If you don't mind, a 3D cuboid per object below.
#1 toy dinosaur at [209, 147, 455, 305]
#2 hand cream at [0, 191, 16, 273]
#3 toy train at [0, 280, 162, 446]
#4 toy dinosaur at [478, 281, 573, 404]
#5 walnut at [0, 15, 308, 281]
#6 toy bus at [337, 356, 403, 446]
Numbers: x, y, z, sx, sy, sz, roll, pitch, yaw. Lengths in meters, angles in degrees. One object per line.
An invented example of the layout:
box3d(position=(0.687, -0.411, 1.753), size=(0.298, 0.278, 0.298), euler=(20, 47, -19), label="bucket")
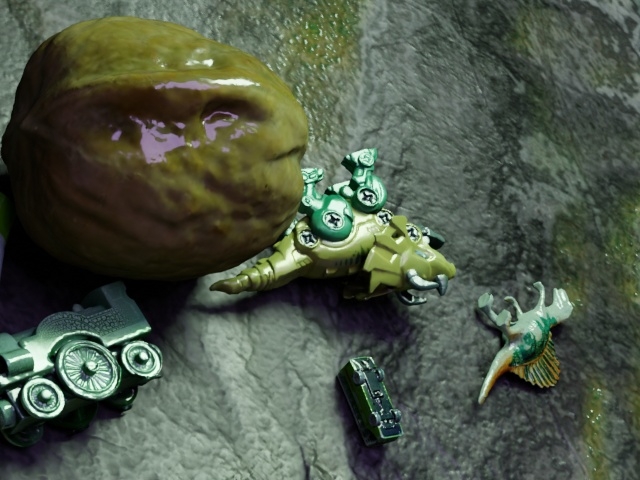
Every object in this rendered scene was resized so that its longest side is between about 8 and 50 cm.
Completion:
box3d(position=(0.000, 0.000, 1.761), size=(0.259, 0.094, 0.153), euler=(-7, 58, -28), label="toy dinosaur")
box3d(position=(-0.319, 0.072, 1.522), size=(0.079, 0.050, 0.275), euler=(13, 53, 7), label="hand cream")
box3d(position=(-0.214, 0.103, 1.542), size=(0.178, 0.071, 0.104), euler=(-19, 72, -43), label="toy train")
box3d(position=(0.206, 0.109, 1.849), size=(0.106, 0.044, 0.187), euler=(36, 42, -28), label="toy dinosaur")
box3d(position=(-0.138, -0.077, 1.606), size=(0.283, 0.283, 0.227), euler=(6, 71, -31), label="walnut")
box3d(position=(0.046, 0.150, 1.708), size=(0.031, 0.037, 0.083), euler=(-4, 62, -37), label="toy bus")
